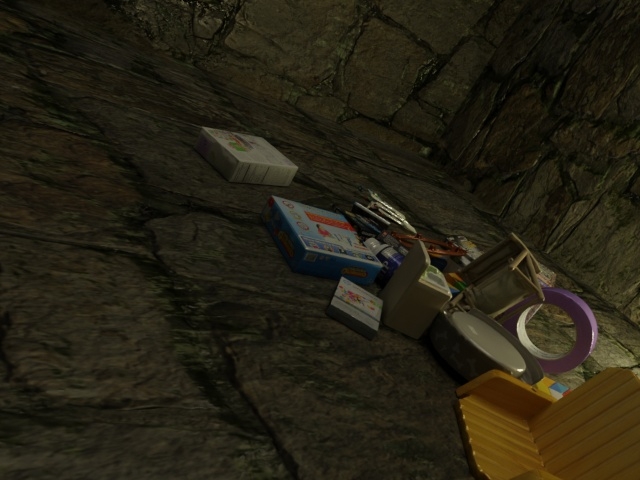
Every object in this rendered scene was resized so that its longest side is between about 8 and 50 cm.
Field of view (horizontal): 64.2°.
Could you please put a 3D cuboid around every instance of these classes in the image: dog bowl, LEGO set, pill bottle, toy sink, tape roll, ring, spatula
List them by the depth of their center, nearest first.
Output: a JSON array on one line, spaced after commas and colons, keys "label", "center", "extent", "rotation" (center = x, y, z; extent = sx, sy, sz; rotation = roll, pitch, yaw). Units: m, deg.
[{"label": "dog bowl", "center": [0.470, 0.316, 1.489], "extent": [0.349, 0.102, 0.348], "rotation": [29, 17, -10]}, {"label": "toy sink", "center": [0.289, 0.142, 1.489], "extent": [0.131, 0.234, 0.152], "rotation": [26, 22, -11]}, {"label": "tape roll", "center": [0.759, 0.295, 1.693], "extent": [0.275, 0.274, 0.090], "rotation": [43, 24, 28]}, {"label": "pill bottle", "center": [0.218, 0.078, 1.700], "extent": [0.187, 0.112, 0.112], "rotation": [41, 24, 27]}, {"label": "ring", "center": [0.420, 0.007, 2.046], "extent": [0.337, 0.032, 0.336], "rotation": [10, 10, -2]}, {"label": "spatula", "center": [0.332, -0.123, 2.325], "extent": [0.242, 0.019, 0.168], "rotation": [29, 26, -32]}, {"label": "LEGO set", "center": [0.271, -0.158, 2.384], "extent": [0.244, 0.060, 0.182], "rotation": [34, 19, -23]}]

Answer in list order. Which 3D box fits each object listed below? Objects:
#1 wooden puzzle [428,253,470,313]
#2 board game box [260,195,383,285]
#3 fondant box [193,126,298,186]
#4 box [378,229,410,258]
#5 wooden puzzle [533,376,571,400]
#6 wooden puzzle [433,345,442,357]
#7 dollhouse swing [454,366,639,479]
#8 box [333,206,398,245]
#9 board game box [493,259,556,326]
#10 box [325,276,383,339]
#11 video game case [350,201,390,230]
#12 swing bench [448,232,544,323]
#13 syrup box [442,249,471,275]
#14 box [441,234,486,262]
[{"label": "wooden puzzle", "center": [0.426, 0.130, 1.891], "extent": [0.322, 0.080, 0.348], "rotation": [1, 36, -50]}, {"label": "board game box", "center": [0.000, 0.000, 1.630], "extent": [0.308, 0.086, 0.302], "rotation": [14, 27, -35]}, {"label": "fondant box", "center": [-0.279, -0.315, 1.947], "extent": [0.238, 0.096, 0.330], "rotation": [42, 24, 27]}, {"label": "box", "center": [0.295, 0.052, 1.759], "extent": [0.207, 0.036, 0.114], "rotation": [41, -2, 29]}, {"label": "wooden puzzle", "center": [0.704, 0.478, 1.539], "extent": [0.221, 0.044, 0.238], "rotation": [26, 22, -9]}, {"label": "wooden puzzle", "center": [0.388, 0.338, 1.486], "extent": [0.116, 0.014, 0.078], "rotation": [19, 25, -26]}, {"label": "dollhouse swing", "center": [0.534, 0.405, 1.142], "extent": [0.315, 0.304, 0.347], "rotation": [28, 23, -7]}, {"label": "box", "center": [0.165, -0.045, 1.937], "extent": [0.175, 0.051, 0.220], "rotation": [16, 17, -30]}, {"label": "board game box", "center": [0.760, 0.205, 1.945], "extent": [0.141, 0.232, 0.291], "rotation": [38, 24, 17]}, {"label": "box", "center": [0.099, 0.185, 1.422], "extent": [0.145, 0.038, 0.186], "rotation": [31, 21, 1]}, {"label": "video game case", "center": [0.203, -0.093, 2.090], "extent": [0.166, 0.015, 0.119], "rotation": [32, -13, 5]}, {"label": "swing bench", "center": [0.594, 0.146, 1.720], "extent": [0.165, 0.253, 0.254], "rotation": [45, 32, -5]}, {"label": "syrup box", "center": [0.584, 0.144, 2.037], "extent": [0.237, 0.096, 0.093], "rotation": [42, 26, 30]}, {"label": "box", "center": [0.693, 0.052, 2.422], "extent": [0.183, 0.056, 0.231], "rotation": [41, 24, 26]}]
